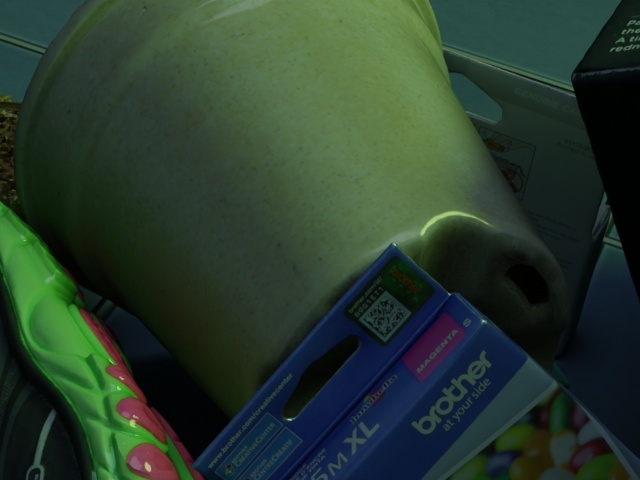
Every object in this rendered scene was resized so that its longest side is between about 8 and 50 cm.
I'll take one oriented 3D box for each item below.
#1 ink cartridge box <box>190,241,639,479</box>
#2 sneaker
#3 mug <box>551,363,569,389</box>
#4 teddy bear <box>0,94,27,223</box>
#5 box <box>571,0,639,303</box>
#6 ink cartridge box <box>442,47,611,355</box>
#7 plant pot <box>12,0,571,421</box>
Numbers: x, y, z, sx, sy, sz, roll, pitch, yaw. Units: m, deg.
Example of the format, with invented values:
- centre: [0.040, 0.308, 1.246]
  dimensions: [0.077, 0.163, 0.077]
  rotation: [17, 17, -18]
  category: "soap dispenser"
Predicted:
- centre: [0.094, 0.166, 1.185]
  dimensions: [0.311, 0.186, 0.065]
  rotation: [42, 2, -23]
  category: "ink cartridge box"
- centre: [-0.220, 0.117, 1.283]
  dimensions: [0.202, 0.185, 0.483]
  rotation: [-34, 28, -5]
  category: "sneaker"
- centre: [0.102, 0.092, 1.485]
  dimensions: [0.129, 0.097, 0.158]
  rotation: [38, 9, -31]
  category: "mug"
- centre: [-0.252, -0.055, 1.566]
  dimensions: [0.338, 0.113, 0.245]
  rotation: [9, 11, 32]
  category: "teddy bear"
- centre: [0.434, -0.040, 1.351]
  dimensions: [0.297, 0.479, 0.472]
  rotation: [-1, 33, 33]
  category: "box"
- centre: [0.100, -0.058, 1.594]
  dimensions: [0.275, 0.239, 0.060]
  rotation: [22, 35, 14]
  category: "ink cartridge box"
- centre: [0.000, 0.000, 1.327]
  dimensions: [0.334, 0.333, 0.305]
  rotation: [-7, 38, -26]
  category: "plant pot"
